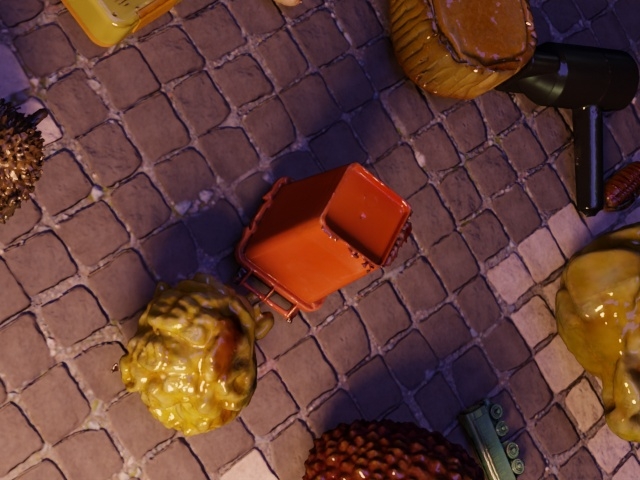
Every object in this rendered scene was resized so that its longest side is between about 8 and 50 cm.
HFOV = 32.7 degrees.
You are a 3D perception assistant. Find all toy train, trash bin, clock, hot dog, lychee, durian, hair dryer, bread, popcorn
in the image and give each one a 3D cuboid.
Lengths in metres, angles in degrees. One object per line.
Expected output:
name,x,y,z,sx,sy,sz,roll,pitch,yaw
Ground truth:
toy train,0.272,0.322,1.712,0.071,0.038,0.147,-24,91,-29
trash bin,0.000,0.000,1.515,0.161,0.239,0.184,37,65,-17
clock,-0.265,-0.379,1.538,0.202,0.096,0.143,-41,102,-29
hot dog,0.557,-0.100,1.971,0.144,0.038,0.062,-35,96,-31
lychee,0.093,0.360,1.495,0.271,0.271,0.271,7,75,-28
durian,-0.412,-0.107,1.337,0.196,0.196,0.167,-41,97,-30
hair dryer,0.429,-0.191,1.892,0.244,0.116,0.302,-1,86,-27
bread,0.230,-0.363,1.785,0.228,0.142,0.253,-4,81,-29
popcorn,-0.163,0.147,1.436,0.170,0.218,0.189,4,50,16
popcorn,0.539,0.144,1.804,0.292,0.293,0.334,-34,63,5

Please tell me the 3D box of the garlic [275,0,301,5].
garlic,-0.040,-0.447,1.685,0.124,0.099,0.174,12,73,-11
